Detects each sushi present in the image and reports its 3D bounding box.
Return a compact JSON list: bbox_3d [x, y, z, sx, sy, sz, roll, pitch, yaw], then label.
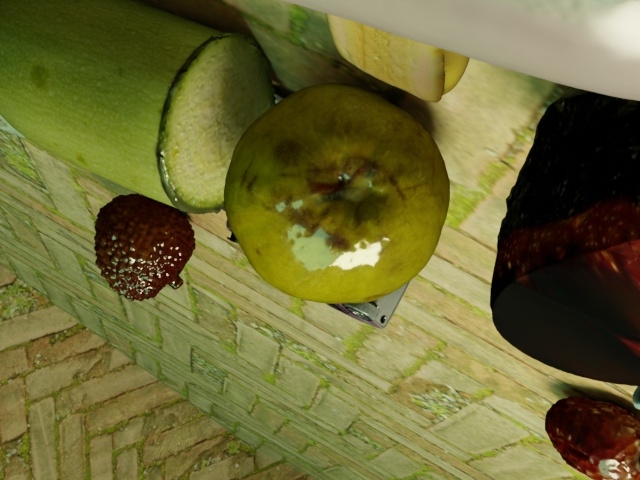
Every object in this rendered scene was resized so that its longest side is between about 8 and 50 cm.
[{"bbox_3d":[0.177,-0.008,0.537,0.136,0.126,0.225,37,158,-14],"label":"sushi"}]

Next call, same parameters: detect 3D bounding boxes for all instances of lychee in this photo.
[{"bbox_3d":[-0.209,0.005,1.287,0.129,0.123,0.123,32,165,20],"label":"lychee"}]

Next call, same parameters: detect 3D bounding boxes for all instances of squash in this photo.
[{"bbox_3d":[-0.165,-0.117,0.813,0.247,0.132,0.132,21,161,29],"label":"squash"}]

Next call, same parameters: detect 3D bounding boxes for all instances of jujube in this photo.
[{"bbox_3d":[0.264,0.188,1.052,0.077,0.077,0.129,38,174,-22],"label":"jujube"}]

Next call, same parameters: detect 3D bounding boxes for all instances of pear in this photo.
[{"bbox_3d":[0.010,-0.029,0.729,0.149,0.149,0.162,33,168,-6],"label":"pear"}]

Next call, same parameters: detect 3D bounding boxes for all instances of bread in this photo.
[{"bbox_3d":[0.043,-0.120,0.558,0.082,0.056,0.115,27,170,16],"label":"bread"}]

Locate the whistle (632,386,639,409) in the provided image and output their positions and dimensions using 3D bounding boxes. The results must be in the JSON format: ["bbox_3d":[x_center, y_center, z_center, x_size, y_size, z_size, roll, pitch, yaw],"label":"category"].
[{"bbox_3d":[0.265,0.069,0.703,0.090,0.090,0.158,38,124,-21],"label":"whistle"}]

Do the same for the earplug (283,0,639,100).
[{"bbox_3d":[0.066,-0.122,0.347,0.301,0.172,0.172,22,162,12],"label":"earplug"}]

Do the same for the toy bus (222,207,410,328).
[{"bbox_3d":[0.000,0.000,0.923,0.098,0.087,0.178,18,164,44],"label":"toy bus"}]

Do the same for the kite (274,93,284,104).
[{"bbox_3d":[-0.077,-0.106,0.894,0.245,0.015,0.141,22,161,20],"label":"kite"}]

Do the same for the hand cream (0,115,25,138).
[{"bbox_3d":[-0.377,-0.175,1.110,0.147,0.093,0.306,22,164,12],"label":"hand cream"}]
